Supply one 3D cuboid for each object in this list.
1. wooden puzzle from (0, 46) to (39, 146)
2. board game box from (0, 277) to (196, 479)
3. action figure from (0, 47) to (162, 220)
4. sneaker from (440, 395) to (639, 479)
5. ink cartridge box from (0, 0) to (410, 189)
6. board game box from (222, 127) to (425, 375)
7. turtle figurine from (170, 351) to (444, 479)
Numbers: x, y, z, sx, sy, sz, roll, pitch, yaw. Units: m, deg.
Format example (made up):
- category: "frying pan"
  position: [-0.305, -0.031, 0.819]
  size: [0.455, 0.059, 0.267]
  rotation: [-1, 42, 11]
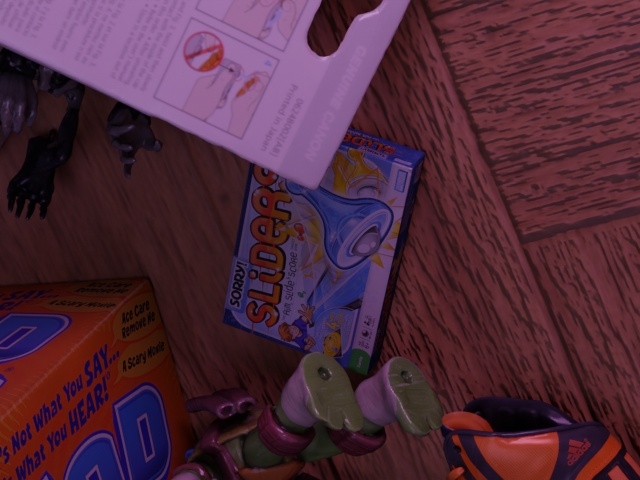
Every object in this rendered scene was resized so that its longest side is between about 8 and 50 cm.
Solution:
- category: "wooden puzzle"
  position: [-0.339, -0.184, 1.590]
  size: [0.238, 0.044, 0.221]
  rotation: [25, 126, -22]
- category: "board game box"
  position: [-0.332, 0.274, 1.661]
  size: [0.356, 0.356, 0.356]
  rotation: [-4, 112, 25]
- category: "action figure"
  position: [-0.199, -0.119, 1.532]
  size: [0.164, 0.141, 0.276]
  rotation: [19, 132, -27]
- category: "sneaker"
  position: [0.120, 0.234, 1.600]
  size: [0.321, 0.124, 0.180]
  rotation: [-29, 97, 21]
- category: "ink cartridge box"
  position: [-0.112, -0.255, 1.411]
  size: [0.385, 0.091, 0.308]
  rotation: [25, 93, -8]
- category: "board game box"
  position: [0.000, 0.000, 1.573]
  size: [0.136, 0.035, 0.201]
  rotation: [19, 121, 14]
- category: "turtle figurine"
  position: [-0.025, 0.221, 1.564]
  size: [0.198, 0.275, 0.266]
  rotation: [33, 130, -16]
